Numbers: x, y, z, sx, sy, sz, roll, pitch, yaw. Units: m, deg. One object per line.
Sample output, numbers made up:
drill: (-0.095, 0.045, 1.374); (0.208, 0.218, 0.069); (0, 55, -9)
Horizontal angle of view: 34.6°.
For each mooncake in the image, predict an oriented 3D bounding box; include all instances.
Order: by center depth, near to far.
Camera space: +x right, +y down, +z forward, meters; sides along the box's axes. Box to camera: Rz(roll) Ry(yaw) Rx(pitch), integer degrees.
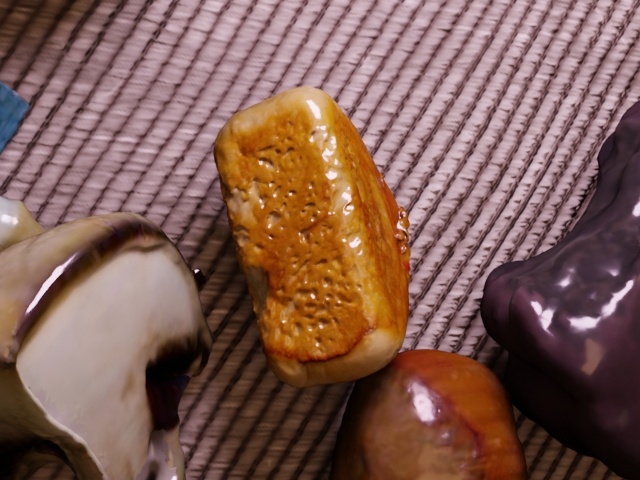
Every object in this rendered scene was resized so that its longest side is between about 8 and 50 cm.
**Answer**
mooncake: (0.349, 0.056, 0.994); (0.381, 0.212, 0.351); (-40, 104, -13)

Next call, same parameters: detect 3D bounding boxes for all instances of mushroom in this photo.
mushroom: (-0.211, 0.101, 0.875); (0.292, 0.212, 0.217); (60, 36, -37)

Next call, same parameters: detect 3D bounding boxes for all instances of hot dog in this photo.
hot dog: (0.000, 0.000, 0.932); (0.150, 0.153, 0.257); (-17, 83, 15)

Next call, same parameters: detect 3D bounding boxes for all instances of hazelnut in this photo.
hazelnut: (0.107, 0.208, 0.946); (0.210, 0.186, 0.210); (0, 93, -6)

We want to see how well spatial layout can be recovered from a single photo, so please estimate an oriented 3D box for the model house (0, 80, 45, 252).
model house: (-0.365, -0.062, 0.849); (0.325, 0.194, 0.267); (34, 80, -26)
